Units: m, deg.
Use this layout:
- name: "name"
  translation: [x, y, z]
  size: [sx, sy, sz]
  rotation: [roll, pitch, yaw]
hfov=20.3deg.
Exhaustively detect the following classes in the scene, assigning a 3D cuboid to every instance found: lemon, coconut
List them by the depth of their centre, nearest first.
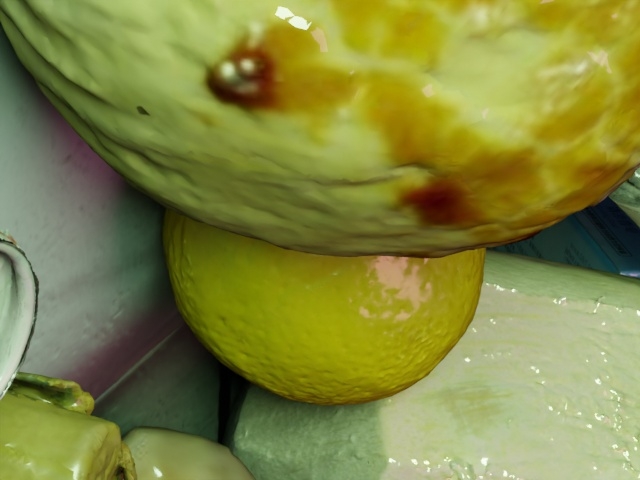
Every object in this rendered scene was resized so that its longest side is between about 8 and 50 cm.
- name: "lemon"
  translation: [0.000, 0.000, 0.992]
  size: [0.203, 0.178, 0.178]
  rotation: [33, 79, -40]
- name: "coconut"
  translation: [0.089, 0.147, 1.167]
  size: [0.297, 0.310, 0.297]
  rotation: [-175, -90, -76]

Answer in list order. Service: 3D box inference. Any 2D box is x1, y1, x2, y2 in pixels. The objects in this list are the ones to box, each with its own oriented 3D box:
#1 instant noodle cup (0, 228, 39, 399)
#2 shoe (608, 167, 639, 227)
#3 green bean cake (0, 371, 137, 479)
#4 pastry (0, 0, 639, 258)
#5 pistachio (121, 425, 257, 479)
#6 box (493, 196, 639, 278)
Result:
- name: "instant noodle cup"
  translation: [-0.184, 0.014, 0.663]
  size: [0.127, 0.136, 0.127]
  rotation: [-46, 149, -39]
- name: "shoe"
  translation: [0.250, -0.047, 1.087]
  size: [0.198, 0.172, 0.351]
  rotation: [-20, 97, -40]
- name: "green bean cake"
  translation: [-0.167, 0.192, 0.817]
  size: [0.224, 0.131, 0.229]
  rotation: [89, 19, -58]
- name: "pastry"
  translation: [0.043, -0.172, 0.767]
  size: [0.388, 0.313, 0.388]
  rotation: [-50, 155, -35]
- name: "pistachio"
  translation: [-0.082, 0.211, 1.045]
  size: [0.152, 0.126, 0.223]
  rotation: [-117, -162, -70]
- name: "box"
  translation: [0.212, 0.037, 1.416]
  size: [0.232, 0.083, 0.142]
  rotation: [-116, -148, -61]
